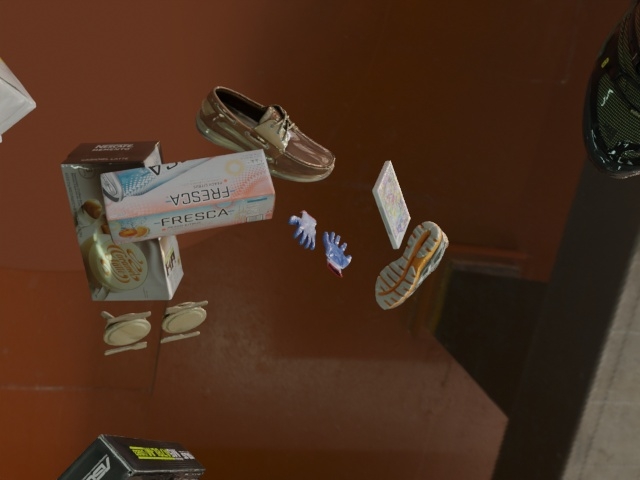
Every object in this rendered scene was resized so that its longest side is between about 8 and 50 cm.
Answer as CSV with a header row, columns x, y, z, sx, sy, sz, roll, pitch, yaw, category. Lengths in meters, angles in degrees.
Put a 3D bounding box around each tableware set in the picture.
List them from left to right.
x,y,z,sx,sy,sz,roll,pitch,yaw,category
-0.310,0.149,1.501,0.194,0.039,0.128,-10,148,-25,tableware set

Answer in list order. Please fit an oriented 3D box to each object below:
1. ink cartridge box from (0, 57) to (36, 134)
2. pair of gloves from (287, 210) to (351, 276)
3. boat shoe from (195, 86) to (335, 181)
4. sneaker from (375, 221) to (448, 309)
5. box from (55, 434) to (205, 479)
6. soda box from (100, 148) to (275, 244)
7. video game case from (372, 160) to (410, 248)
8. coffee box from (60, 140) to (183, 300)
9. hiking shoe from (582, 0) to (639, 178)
x,y,z,sx,sy,sz,roll,pitch,yaw,category
-0.610,-0.268,1.277,0.171,0.168,0.233,-40,81,-2,ink cartridge box
0.000,0.000,1.962,0.198,0.159,0.023,41,114,-15,pair of gloves
-0.114,-0.232,1.754,0.324,0.123,0.116,22,135,-5,boat shoe
0.199,0.062,1.713,0.215,0.084,0.083,-52,146,13,sneaker
-0.193,0.239,0.642,0.045,0.184,0.191,43,84,14,box
-0.145,-0.049,0.891,0.183,0.063,0.058,-10,153,-12,soda box
0.120,-0.059,1.349,0.011,0.087,0.122,-5,127,26,video game case
-0.318,-0.030,1.318,0.141,0.098,0.247,-1,117,7,coffee box
0.233,-0.135,0.528,0.086,0.114,0.227,29,122,15,hiking shoe
